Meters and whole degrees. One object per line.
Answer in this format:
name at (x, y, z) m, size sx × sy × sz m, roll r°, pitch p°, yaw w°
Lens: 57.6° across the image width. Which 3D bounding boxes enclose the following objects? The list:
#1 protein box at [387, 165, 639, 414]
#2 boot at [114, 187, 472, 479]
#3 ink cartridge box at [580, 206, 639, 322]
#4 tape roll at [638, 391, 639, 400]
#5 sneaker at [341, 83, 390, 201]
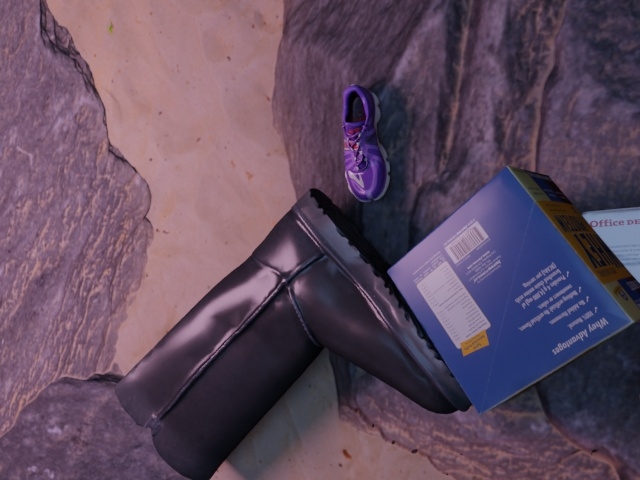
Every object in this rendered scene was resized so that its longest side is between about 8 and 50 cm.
protein box at (0.229, 0.057, 0.683) m, size 0.200 × 0.136 × 0.201 m, roll -45°, pitch 64°, yaw 30°
boot at (-0.055, 0.204, 0.828) m, size 0.445 × 0.146 × 0.367 m, roll -44°, pitch 66°, yaw 13°
ink cartridge box at (0.372, 0.029, 0.706) m, size 0.099 × 0.056 × 0.135 m, roll -4°, pitch 88°, yaw 22°
tape roll at (0.447, 0.179, 0.582) m, size 0.219 × 0.219 × 0.072 m, roll 27°, pitch 79°, yaw 20°
sneaker at (0.053, -0.138, 0.830) m, size 0.068 × 0.071 × 0.170 m, roll -10°, pitch 86°, yaw 22°
